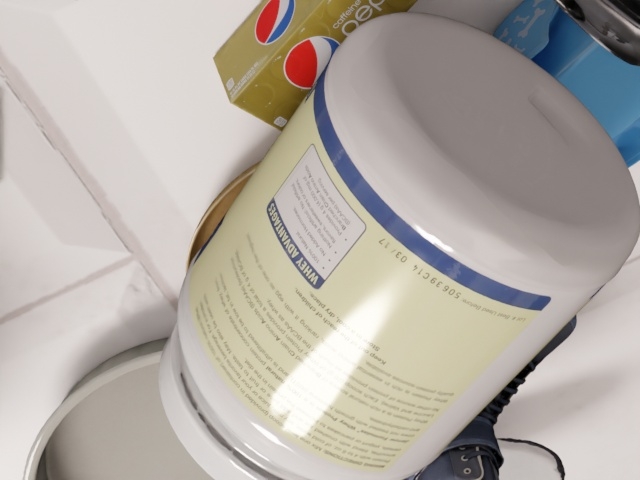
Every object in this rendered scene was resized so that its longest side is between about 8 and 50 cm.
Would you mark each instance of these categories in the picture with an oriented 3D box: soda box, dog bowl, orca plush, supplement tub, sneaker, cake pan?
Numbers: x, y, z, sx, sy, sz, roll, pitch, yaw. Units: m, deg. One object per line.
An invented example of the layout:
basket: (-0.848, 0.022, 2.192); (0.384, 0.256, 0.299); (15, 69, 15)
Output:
soda box: (0.008, -0.163, 0.909); (0.061, 0.058, 0.181); (26, 119, -38)
dog bowl: (0.247, -0.168, 0.987); (0.297, 0.074, 0.166); (-42, 133, 20)
orca plush: (0.122, 0.287, 1.361); (0.287, 0.151, 0.102); (-37, 167, 8)
supplement tub: (0.041, 0.028, 0.923); (0.235, 0.235, 0.325); (13, 132, -31)
sneaker: (0.166, 0.160, 1.211); (0.226, 0.163, 0.086); (-34, 133, 10)
cake pan: (-0.122, 0.207, 1.174); (0.293, 0.054, 0.293); (-6, 120, -10)

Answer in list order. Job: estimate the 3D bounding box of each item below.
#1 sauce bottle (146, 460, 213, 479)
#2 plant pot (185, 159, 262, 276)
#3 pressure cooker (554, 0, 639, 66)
sauce bottle: (-0.105, 0.207, 1.234); (0.128, 0.042, 0.042); (-15, 136, -10)
plant pot: (0.000, 0.000, 1.083); (0.236, 0.032, 0.236); (-11, 136, -11)
pressure cooker: (0.265, -0.286, 0.670); (0.420, 0.370, 0.375); (-19, 138, -1)
